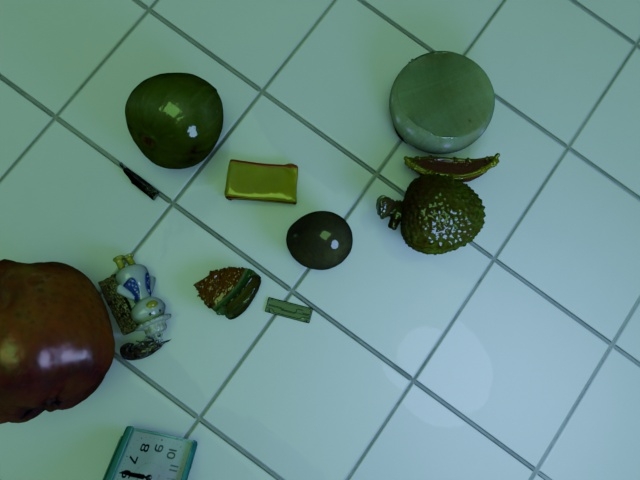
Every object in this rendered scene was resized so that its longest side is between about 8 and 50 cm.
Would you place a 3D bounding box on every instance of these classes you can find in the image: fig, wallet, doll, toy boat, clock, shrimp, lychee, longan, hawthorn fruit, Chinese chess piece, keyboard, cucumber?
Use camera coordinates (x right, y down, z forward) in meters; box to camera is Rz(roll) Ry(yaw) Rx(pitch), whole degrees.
[{"bbox_3d":[-0.442,-0.393,1.511,0.316,0.316,0.316,0,83,-3],"label":"fig"},{"bbox_3d":[-0.196,-0.197,1.602,0.241,0.067,0.141,5,78,-7],"label":"wallet"},{"bbox_3d":[-0.566,0.178,1.501,0.119,0.138,0.293,-31,81,34],"label":"doll"},{"bbox_3d":[0.440,-0.251,1.616,0.317,0.099,0.141,-1,38,4],"label":"toy boat"},{"bbox_3d":[-0.513,0.712,1.400,0.231,0.116,0.262,15,45,-6],"label":"clock"},{"bbox_3d":[-0.555,0.337,1.510,0.165,0.056,0.065,-21,78,-9],"label":"shrimp"},{"bbox_3d":[0.360,-0.081,1.519,0.319,0.270,0.270,-19,84,14],"label":"lychee"},{"bbox_3d":[0.000,0.000,1.518,0.220,0.196,0.197,-15,82,33],"label":"longan"},{"bbox_3d":[-0.823,0.273,1.316,0.471,0.472,0.472,0,83,-3],"label":"hawthorn fruit"},{"bbox_3d":[0.406,-0.462,1.608,0.349,0.146,0.350,1,75,-2],"label":"Chinese chess piece"},{"bbox_3d":[-0.105,0.231,1.574,0.155,0.010,0.053,16,81,-1],"label":"keyboard"},{"bbox_3d":[-0.609,-0.196,1.583,0.163,0.043,0.039,37,54,3],"label":"cucumber"}]

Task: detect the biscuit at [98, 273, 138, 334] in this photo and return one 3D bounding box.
[{"bbox_3d":[-0.649,0.207,1.532,0.064,0.034,0.199,-26,84,-7],"label":"biscuit"}]

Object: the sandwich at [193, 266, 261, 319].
[{"bbox_3d":[-0.293,0.150,1.534,0.160,0.109,0.185,40,84,22],"label":"sandwich"}]
